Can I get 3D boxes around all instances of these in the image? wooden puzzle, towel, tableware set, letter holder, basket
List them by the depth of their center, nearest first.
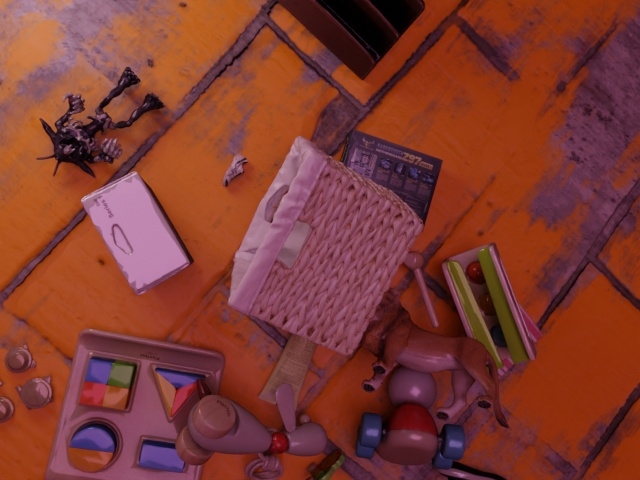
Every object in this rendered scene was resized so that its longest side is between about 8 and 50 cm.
[{"bbox_3d":[0.000,0.000,1.219,0.266,0.331,0.329,27,100,-11],"label":"basket"},{"bbox_3d":[-0.659,0.309,1.273,0.168,0.020,0.141,-25,92,-9],"label":"tableware set"},{"bbox_3d":[-0.393,0.387,1.290,0.321,0.080,0.348,12,86,-10],"label":"wooden puzzle"},{"bbox_3d":[0.055,-0.539,1.331,0.302,0.214,0.152,41,82,-7],"label":"letter holder"},{"bbox_3d":[0.435,0.243,1.479,0.197,0.029,0.144,-41,96,-6],"label":"towel"}]

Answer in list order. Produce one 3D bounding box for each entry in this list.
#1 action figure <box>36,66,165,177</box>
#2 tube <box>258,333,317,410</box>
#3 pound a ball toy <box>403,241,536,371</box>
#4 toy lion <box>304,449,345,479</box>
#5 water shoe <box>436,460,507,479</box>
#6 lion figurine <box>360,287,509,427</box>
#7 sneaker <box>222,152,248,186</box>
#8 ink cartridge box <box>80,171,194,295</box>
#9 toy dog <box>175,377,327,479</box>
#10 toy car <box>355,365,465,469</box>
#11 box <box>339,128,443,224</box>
[{"bbox_3d":[-0.474,-0.242,1.263,0.275,0.141,0.164,-44,108,-10],"label":"action figure"},{"bbox_3d":[-0.056,0.266,1.373,0.070,0.062,0.240,22,89,34],"label":"tube"},{"bbox_3d":[0.348,0.144,1.409,0.208,0.135,0.319,-22,87,20],"label":"pound a ball toy"},{"bbox_3d":[0.013,0.515,1.357,0.096,0.100,0.034,-34,93,9],"label":"toy lion"},{"bbox_3d":[0.363,0.588,1.431,0.203,0.073,0.080,20,87,-9],"label":"water shoe"},{"bbox_3d":[0.236,0.241,1.308,0.391,0.142,0.240,23,43,11],"label":"lion figurine"},{"bbox_3d":[-0.193,-0.156,1.366,0.036,0.032,0.083,28,84,-9],"label":"sneaker"},{"bbox_3d":[-0.354,-0.011,1.207,0.117,0.278,0.202,-30,94,-10],"label":"ink cartridge box"},{"bbox_3d":[-0.155,0.380,1.285,0.220,0.161,0.333,-35,135,21],"label":"toy dog"},{"bbox_3d":[0.204,0.377,1.377,0.219,0.210,0.238,7,59,3],"label":"toy car"},{"bbox_3d":[0.153,-0.137,1.417,0.232,0.059,0.184,17,86,-9],"label":"box"}]
